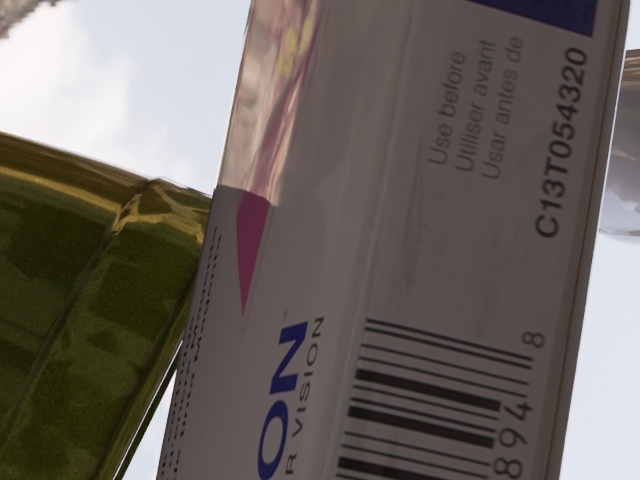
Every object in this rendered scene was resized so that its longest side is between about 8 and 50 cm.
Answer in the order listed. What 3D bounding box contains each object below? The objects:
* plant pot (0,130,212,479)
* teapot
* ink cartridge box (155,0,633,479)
[{"bbox_3d":[-0.285,0.060,1.132,0.353,0.366,0.366,26,-125,-2],"label":"plant pot"},{"bbox_3d":[0.312,-0.072,1.451,0.253,0.187,0.256,-4,-166,12],"label":"teapot"},{"bbox_3d":[0.000,0.000,0.524,0.071,0.330,0.324,13,-103,-14],"label":"ink cartridge box"}]
